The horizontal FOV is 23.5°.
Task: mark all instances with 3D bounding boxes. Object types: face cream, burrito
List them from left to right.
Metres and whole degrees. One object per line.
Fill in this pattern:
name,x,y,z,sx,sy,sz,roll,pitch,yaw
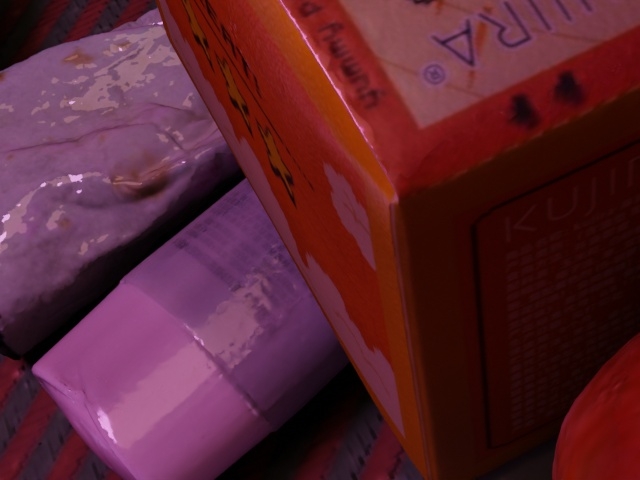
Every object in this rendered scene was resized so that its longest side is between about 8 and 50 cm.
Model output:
burrito,-0.090,-0.053,0.764,0.229,0.089,0.144,-32,59,-5
face cream,0.000,0.000,0.681,0.269,0.073,0.107,-41,43,-15

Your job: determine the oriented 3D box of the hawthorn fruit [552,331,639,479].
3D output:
hawthorn fruit,0.192,0.112,0.393,0.271,0.242,0.242,-1,50,19

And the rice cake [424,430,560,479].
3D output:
rice cake,0.054,0.120,0.569,0.221,0.042,0.080,-37,50,-11

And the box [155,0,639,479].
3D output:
box,0.096,-0.110,0.561,0.283,0.214,0.259,-26,59,-10
